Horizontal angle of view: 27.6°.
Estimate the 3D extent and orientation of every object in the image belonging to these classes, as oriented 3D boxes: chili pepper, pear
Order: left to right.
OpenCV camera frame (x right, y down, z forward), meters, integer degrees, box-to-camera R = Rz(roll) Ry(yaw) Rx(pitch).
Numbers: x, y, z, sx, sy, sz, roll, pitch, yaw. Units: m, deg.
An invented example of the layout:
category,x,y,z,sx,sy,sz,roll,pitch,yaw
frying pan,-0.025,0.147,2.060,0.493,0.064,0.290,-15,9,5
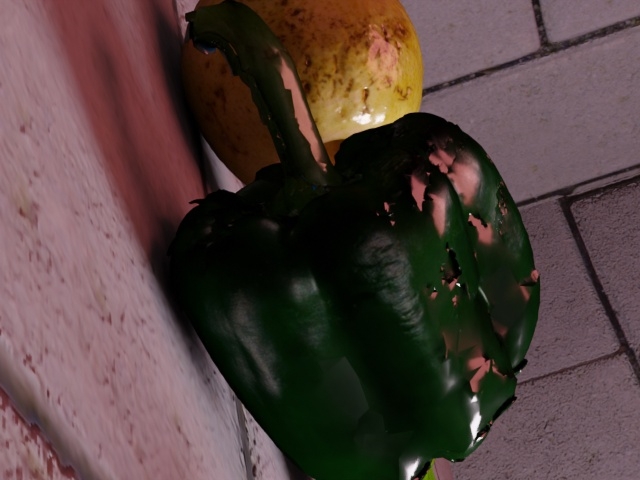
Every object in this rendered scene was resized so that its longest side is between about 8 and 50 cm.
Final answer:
category,x,y,z,sx,sy,sz,roll,pitch,yaw
pear,-0.014,-0.121,0.901,0.178,0.178,0.178,-18,90,-85
chili pepper,0.000,0.000,0.675,0.261,0.174,0.165,60,32,-19

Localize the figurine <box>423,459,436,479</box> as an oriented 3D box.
category,x,y,z,sx,sy,sz,roll,pitch,yaw
figurine,0.038,0.119,0.855,0.162,0.143,0.263,-81,170,-75
